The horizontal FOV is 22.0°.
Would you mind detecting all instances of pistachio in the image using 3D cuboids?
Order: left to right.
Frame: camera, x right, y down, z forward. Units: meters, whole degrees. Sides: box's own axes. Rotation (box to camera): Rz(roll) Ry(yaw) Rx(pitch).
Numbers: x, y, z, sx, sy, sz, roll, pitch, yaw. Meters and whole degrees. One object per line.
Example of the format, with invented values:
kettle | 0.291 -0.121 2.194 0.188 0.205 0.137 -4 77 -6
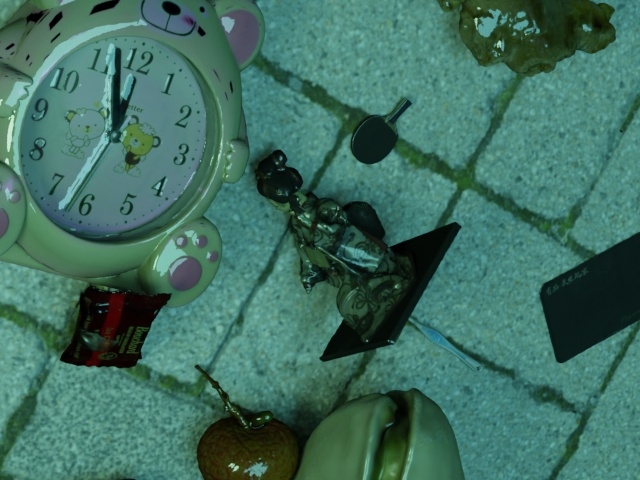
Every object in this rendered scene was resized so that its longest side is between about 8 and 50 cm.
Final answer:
pistachio | 0.057 0.293 1.743 0.207 0.226 0.332 11 116 0

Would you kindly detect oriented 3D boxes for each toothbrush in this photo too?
toothbrush | 0.132 0.110 1.840 0.162 0.017 0.014 36 94 -32

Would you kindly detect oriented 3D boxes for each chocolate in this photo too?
chocolate | -0.200 0.087 1.578 0.086 0.028 0.182 6 149 -18

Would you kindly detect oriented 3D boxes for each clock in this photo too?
clock | -0.197 -0.110 1.534 0.284 0.114 0.309 16 98 -30

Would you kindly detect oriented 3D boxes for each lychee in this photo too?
lychee | -0.082 0.220 1.713 0.140 0.114 0.101 72 34 -45

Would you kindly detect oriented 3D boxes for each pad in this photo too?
pad | 0.332 0.068 1.942 0.157 0.003 0.112 -27 117 -18

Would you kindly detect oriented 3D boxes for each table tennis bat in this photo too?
table tennis bat | 0.065 -0.117 1.733 0.083 0.007 0.050 -50 122 -3

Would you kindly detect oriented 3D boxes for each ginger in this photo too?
ginger | 0.179 -0.278 1.702 0.333 0.080 0.166 37 73 -26

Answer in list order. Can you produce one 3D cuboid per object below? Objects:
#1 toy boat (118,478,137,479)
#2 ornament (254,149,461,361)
toy boat | -0.241 0.284 1.673 0.140 0.059 0.066 -8 93 -23
ornament | 0.000 0.000 1.672 0.196 0.166 0.153 40 63 -14
